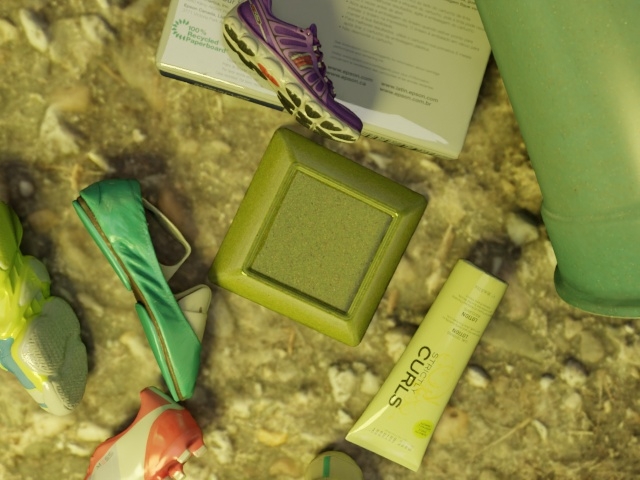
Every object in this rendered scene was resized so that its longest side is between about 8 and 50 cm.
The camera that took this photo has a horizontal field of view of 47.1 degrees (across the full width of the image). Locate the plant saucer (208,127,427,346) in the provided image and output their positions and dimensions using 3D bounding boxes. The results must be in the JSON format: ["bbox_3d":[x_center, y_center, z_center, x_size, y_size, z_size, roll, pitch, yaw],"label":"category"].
[{"bbox_3d":[0.000,0.000,0.789,0.188,0.045,0.188,25,92,-7],"label":"plant saucer"}]

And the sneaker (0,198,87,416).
[{"bbox_3d":[-0.334,0.077,0.754,0.126,0.091,0.240,-18,98,15],"label":"sneaker"}]

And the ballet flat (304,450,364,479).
[{"bbox_3d":[0.038,0.356,0.807,0.086,0.086,0.248,-20,97,-4],"label":"ballet flat"}]

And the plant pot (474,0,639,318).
[{"bbox_3d":[0.307,-0.162,0.646,0.341,0.341,0.334,-28,101,-3],"label":"plant pot"}]

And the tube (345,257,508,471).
[{"bbox_3d":[0.125,0.138,0.810,0.070,0.062,0.240,33,98,33],"label":"tube"}]

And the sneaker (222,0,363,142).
[{"bbox_3d":[-0.015,-0.164,0.692,0.071,0.068,0.170,-43,97,-8],"label":"sneaker"}]

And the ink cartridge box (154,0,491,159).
[{"bbox_3d":[0.032,-0.284,0.756,0.324,0.071,0.330,16,90,-7],"label":"ink cartridge box"}]

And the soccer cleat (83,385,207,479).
[{"bbox_3d":[-0.226,0.269,0.783,0.095,0.083,0.248,44,95,22],"label":"soccer cleat"}]

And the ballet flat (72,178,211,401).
[{"bbox_3d":[-0.164,0.046,0.762,0.087,0.083,0.247,-28,99,-17],"label":"ballet flat"}]
